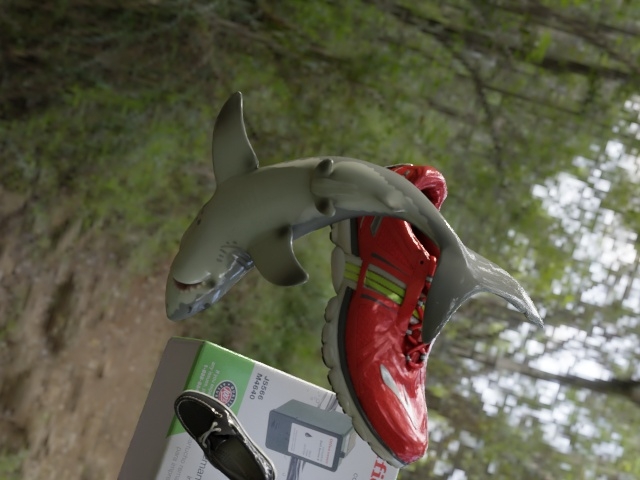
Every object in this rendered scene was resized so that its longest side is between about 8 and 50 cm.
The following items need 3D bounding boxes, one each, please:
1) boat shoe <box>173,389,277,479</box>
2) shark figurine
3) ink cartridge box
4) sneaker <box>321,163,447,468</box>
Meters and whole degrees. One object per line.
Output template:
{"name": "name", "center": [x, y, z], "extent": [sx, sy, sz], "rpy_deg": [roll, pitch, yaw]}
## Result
{"name": "boat shoe", "center": [-0.093, 0.192, 1.203], "extent": [0.046, 0.125, 0.038], "rpy_deg": [-43, 176, 8]}
{"name": "shark figurine", "center": [0.021, -0.016, 0.893], "extent": [0.116, 0.278, 0.166], "rpy_deg": [9, 84, -56]}
{"name": "ink cartridge box", "center": [-0.060, 0.243, 1.376], "extent": [0.115, 0.273, 0.198], "rpy_deg": [-5, -116, 63]}
{"name": "sneaker", "center": [0.073, 0.053, 1.093], "extent": [0.107, 0.118, 0.279], "rpy_deg": [33, 48, -51]}
